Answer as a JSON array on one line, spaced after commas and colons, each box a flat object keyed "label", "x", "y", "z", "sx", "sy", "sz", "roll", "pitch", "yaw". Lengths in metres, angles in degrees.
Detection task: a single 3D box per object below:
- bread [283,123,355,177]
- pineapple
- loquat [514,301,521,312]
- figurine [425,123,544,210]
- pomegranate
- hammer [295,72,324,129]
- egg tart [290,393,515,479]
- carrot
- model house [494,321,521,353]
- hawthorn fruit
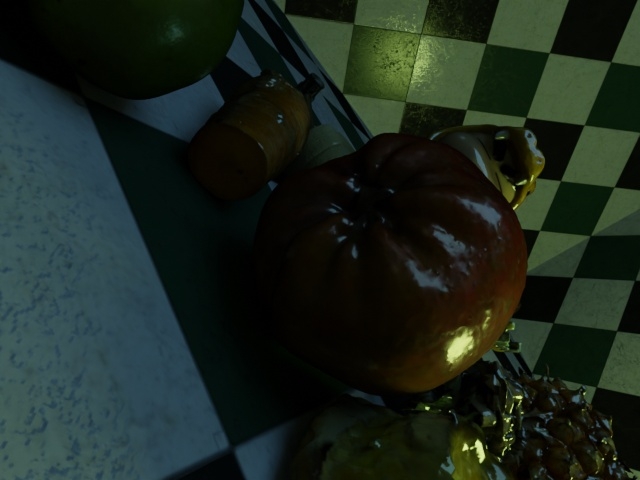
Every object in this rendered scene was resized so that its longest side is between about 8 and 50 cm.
[{"label": "bread", "x": 0.015, "y": -0.103, "z": 0.874, "sx": 0.148, "sy": 0.134, "sz": 0.141, "roll": 55, "pitch": 7, "yaw": -51}, {"label": "pineapple", "x": 0.215, "y": 0.231, "z": 0.646, "sx": 0.272, "sy": 0.263, "sz": 0.262, "roll": 43, "pitch": 20, "yaw": -27}, {"label": "loquat", "x": 0.187, "y": 0.071, "z": 0.769, "sx": 0.244, "sy": 0.244, "sz": 0.244, "roll": 50, "pitch": 18, "yaw": -22}, {"label": "figurine", "x": 0.229, "y": -0.096, "z": 1.045, "sx": 0.401, "sy": 0.387, "sz": 0.268, "roll": -104, "pitch": 170, "yaw": -62}, {"label": "pomegranate", "x": -0.205, "y": -0.236, "z": 0.492, "sx": 0.241, "sy": 0.159, "sz": 0.190, "roll": 33, "pitch": -1, "yaw": 20}, {"label": "hammer", "x": -0.029, "y": -0.233, "z": 1.097, "sx": 0.043, "sy": 0.111, "sz": 0.365, "roll": 33, "pitch": 34, "yaw": -35}, {"label": "egg tart", "x": 0.112, "y": 0.277, "z": 0.437, "sx": 0.345, "sy": 0.132, "sz": 0.345, "roll": 48, "pitch": 20, "yaw": -25}, {"label": "carrot", "x": -0.085, "y": -0.151, "z": 0.700, "sx": 0.138, "sy": 0.139, "sz": 0.301, "roll": 50, "pitch": 24, "yaw": -21}, {"label": "model house", "x": 0.361, "y": 0.163, "z": 1.208, "sx": 0.224, "sy": 0.215, "sz": 0.198, "roll": 28, "pitch": 64, "yaw": -57}, {"label": "hawthorn fruit", "x": 0.079, "y": 0.046, "z": 0.551, "sx": 0.298, "sy": 0.277, "sz": 0.276, "roll": 61, "pitch": 7, "yaw": -52}]
